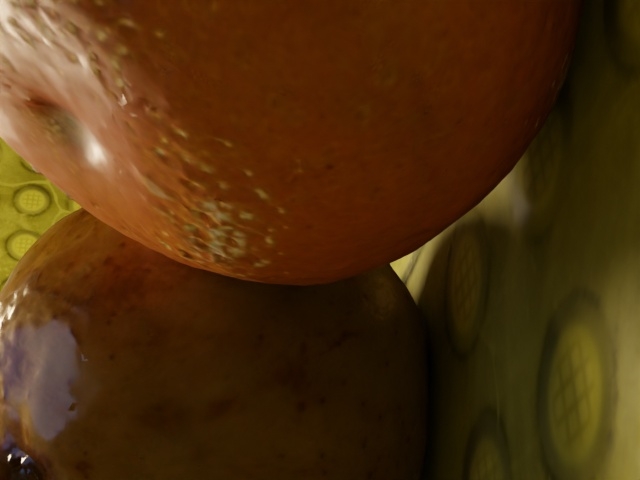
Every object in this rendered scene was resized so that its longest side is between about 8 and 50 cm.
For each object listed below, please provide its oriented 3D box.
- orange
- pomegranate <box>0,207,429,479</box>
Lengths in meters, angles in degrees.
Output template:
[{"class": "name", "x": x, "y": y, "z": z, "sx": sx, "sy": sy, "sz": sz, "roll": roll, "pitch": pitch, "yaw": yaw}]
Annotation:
[{"class": "orange", "x": -0.044, "y": -0.175, "z": 0.655, "sx": 0.326, "sy": 0.424, "sz": 0.424, "roll": -50, "pitch": -6, "yaw": -24}, {"class": "pomegranate", "x": -0.077, "y": 0.125, "z": 0.925, "sx": 0.410, "sy": 0.410, "sz": 0.410, "roll": -175, "pitch": 90, "yaw": -81}]
